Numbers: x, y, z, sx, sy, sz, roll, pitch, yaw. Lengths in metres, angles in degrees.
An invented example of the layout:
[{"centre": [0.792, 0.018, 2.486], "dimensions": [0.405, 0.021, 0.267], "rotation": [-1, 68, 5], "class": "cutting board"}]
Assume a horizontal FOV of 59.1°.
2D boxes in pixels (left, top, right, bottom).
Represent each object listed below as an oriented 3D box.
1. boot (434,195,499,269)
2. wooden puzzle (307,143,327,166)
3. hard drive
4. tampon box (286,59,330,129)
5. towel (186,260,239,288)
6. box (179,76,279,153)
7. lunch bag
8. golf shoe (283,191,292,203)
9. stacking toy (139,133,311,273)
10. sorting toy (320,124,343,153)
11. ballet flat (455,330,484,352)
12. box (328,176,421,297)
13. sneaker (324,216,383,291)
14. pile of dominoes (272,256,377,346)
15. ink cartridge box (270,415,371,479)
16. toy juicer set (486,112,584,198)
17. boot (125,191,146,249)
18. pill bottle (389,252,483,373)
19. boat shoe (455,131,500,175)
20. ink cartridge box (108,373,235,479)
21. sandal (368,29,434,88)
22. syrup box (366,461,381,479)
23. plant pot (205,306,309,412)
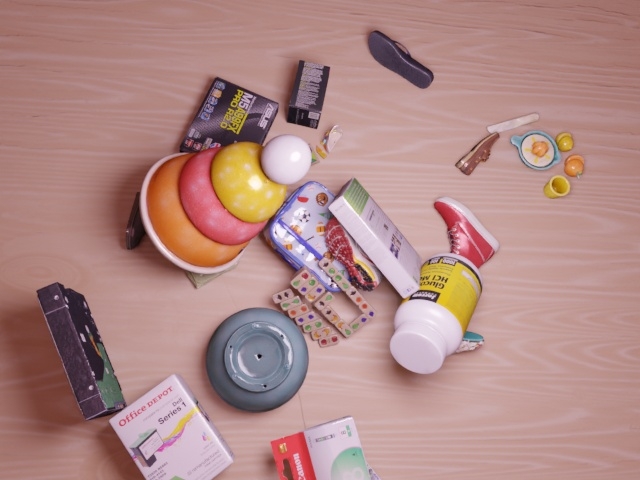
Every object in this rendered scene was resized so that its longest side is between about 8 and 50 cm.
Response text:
[{"centre": [0.405, -0.002, 1.722], "dimensions": [0.244, 0.088, 0.176], "rotation": [46, 77, 1], "class": "boot"}, {"centre": [-0.044, -0.262, 1.764], "dimensions": [0.116, 0.014, 0.079], "rotation": [-33, 82, -13], "class": "wooden puzzle"}, {"centre": [-0.606, 0.286, 1.445], "dimensions": [0.064, 0.237, 0.339], "rotation": [-25, 81, -12], "class": "hard drive"}, {"centre": [-0.037, -0.451, 1.755], "dimensions": [0.101, 0.120, 0.161], "rotation": [13, 75, -3], "class": "tampon box"}, {"centre": [-0.322, 0.061, 1.643], "dimensions": [0.148, 0.027, 0.110], "rotation": [-30, 81, -12], "class": "towel"}, {"centre": [-0.276, -0.340, 1.730], "dimensions": [0.216, 0.060, 0.270], "rotation": [23, 75, -1], "class": "box"}, {"centre": [0.000, 0.000, 1.625], "dimensions": [0.303, 0.115, 0.243], "rotation": [43, 72, -13], "class": "lunch bag"}, {"centre": [-0.112, -0.107, 1.689], "dimensions": [0.085, 0.067, 0.186], "rotation": [-28, 81, -13], "class": "golf shoe"}, {"centre": [-0.204, -0.130, 1.434], "dimensions": [0.350, 0.479, 0.351], "rotation": [19, 61, -40], "class": "stacking toy"}, {"centre": [0.035, -0.326, 1.757], "dimensions": [0.044, 0.075, 0.083], "rotation": [33, 74, 2], "class": "sorting toy"}, {"centre": [0.354, 0.292, 1.654], "dimensions": [0.240, 0.091, 0.077], "rotation": [11, 106, 0], "class": "ballet flat"}, {"centre": [0.160, -0.016, 1.564], "dimensions": [0.058, 0.232, 0.322], "rotation": [-36, 98, 20], "class": "box"}, {"centre": [0.095, 0.030, 1.566], "dimensions": [0.092, 0.088, 0.225], "rotation": [-39, 99, -42], "class": "sneaker"}, {"centre": [0.011, 0.186, 1.579], "dimensions": [0.196, 0.040, 0.251], "rotation": [-41, 105, 10], "class": "pile of dominoes"}, {"centre": [0.001, 0.571, 1.450], "dimensions": [0.224, 0.056, 0.181], "rotation": [-15, 79, -9], "class": "ink cartridge box"}, {"centre": [0.727, -0.312, 1.834], "dimensions": [0.209, 0.089, 0.329], "rotation": [-38, 83, -14], "class": "toy juicer set"}, {"centre": [-0.445, -0.047, 1.639], "dimensions": [0.208, 0.076, 0.190], "rotation": [13, 77, -11], "class": "boot"}, {"centre": [0.313, 0.196, 1.539], "dimensions": [0.187, 0.188, 0.334], "rotation": [37, 44, 3], "class": "pill bottle"}, {"centre": [0.513, -0.278, 1.816], "dimensions": [0.178, 0.064, 0.060], "rotation": [-42, 90, -8], "class": "boat shoe"}, {"centre": [-0.385, 0.518, 1.476], "dimensions": [0.201, 0.117, 0.278], "rotation": [-35, 82, -14], "class": "ink cartridge box"}, {"centre": [0.262, -0.593, 1.850], "dimensions": [0.254, 0.097, 0.055], "rotation": [37, 63, -7], "class": "sandal"}, {"centre": [0.095, 0.634, 1.519], "dimensions": [0.093, 0.096, 0.237], "rotation": [-39, 84, -11], "class": "syrup box"}, {"centre": [-0.167, 0.313, 1.514], "dimensions": [0.292, 0.196, 0.293], "rotation": [2, 75, -7], "class": "plant pot"}]
